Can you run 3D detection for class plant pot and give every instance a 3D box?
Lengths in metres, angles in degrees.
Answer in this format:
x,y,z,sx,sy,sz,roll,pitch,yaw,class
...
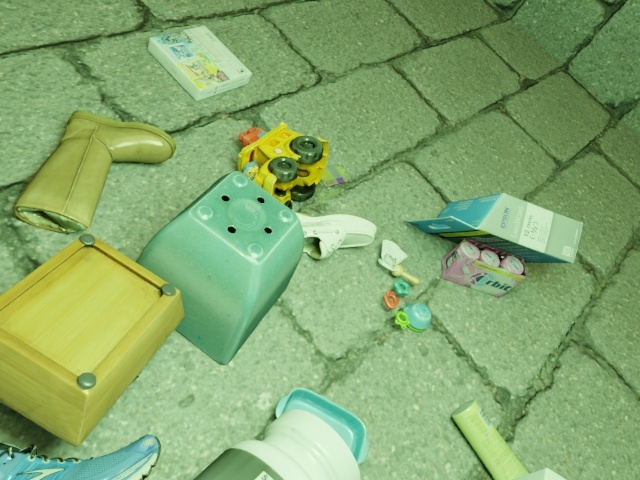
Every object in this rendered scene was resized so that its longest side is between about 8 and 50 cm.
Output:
x,y,z,sx,sy,sz,roll,pitch,yaw,class
-0.170,0.023,1.003,0.248,0.252,0.247,37,46,1,plant pot

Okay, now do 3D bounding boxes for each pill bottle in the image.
x,y,z,sx,sy,sz,roll,pitch,yaw,class
-0.115,0.419,0.761,0.210,0.210,0.363,47,47,10,pill bottle

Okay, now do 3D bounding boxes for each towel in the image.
x,y,z,sx,sy,sz,roll,pitch,yaw,class
0.031,-0.170,1.421,0.083,0.009,0.060,-20,66,-38,towel

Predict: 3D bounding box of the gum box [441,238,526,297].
x,y,z,sx,sy,sz,roll,pitch,yaw,class
0.406,0.070,1.376,0.188,0.107,0.062,18,50,-15,gum box

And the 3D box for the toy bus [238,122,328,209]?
x,y,z,sx,sy,sz,roll,pitch,yaw,class
-0.118,-0.178,1.269,0.211,0.149,0.220,32,48,15,toy bus

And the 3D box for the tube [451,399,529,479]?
x,y,z,sx,sy,sz,roll,pitch,yaw,class
0.361,0.444,1.109,0.070,0.062,0.240,-36,80,3,tube

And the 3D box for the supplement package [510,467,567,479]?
x,y,z,sx,sy,sz,roll,pitch,yaw,class
0.343,0.506,0.918,0.134,0.244,0.139,33,46,-3,supplement package

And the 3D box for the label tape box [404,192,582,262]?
x,y,z,sx,sy,sz,roll,pitch,yaw,class
0.424,-0.042,1.366,0.347,0.249,0.115,20,83,-15,label tape box

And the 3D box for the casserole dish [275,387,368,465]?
x,y,z,sx,sy,sz,roll,pitch,yaw,class
-0.002,0.349,0.993,0.188,0.037,0.114,30,48,-4,casserole dish

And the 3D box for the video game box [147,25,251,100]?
x,y,z,sx,sy,sz,roll,pitch,yaw,class
-0.316,-0.471,1.436,0.205,0.048,0.187,47,46,11,video game box

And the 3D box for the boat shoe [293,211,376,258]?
x,y,z,sx,sy,sz,roll,pitch,yaw,class
0.000,0.000,1.223,0.277,0.098,0.096,2,57,-18,boat shoe

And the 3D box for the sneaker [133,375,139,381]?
x,y,z,sx,sy,sz,roll,pitch,yaw,class
-0.383,0.179,0.909,0.170,0.051,0.089,49,43,13,sneaker

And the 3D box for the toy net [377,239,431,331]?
x,y,z,sx,sy,sz,roll,pitch,yaw,class
0.176,0.105,1.272,0.122,0.045,0.232,-5,57,-29,toy net

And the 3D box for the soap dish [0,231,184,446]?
x,y,z,sx,sy,sz,roll,pitch,yaw,class
-0.367,0.128,0.831,0.229,0.118,0.291,33,36,-2,soap dish

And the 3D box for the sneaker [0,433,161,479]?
x,y,z,sx,sy,sz,roll,pitch,yaw,class
-0.381,0.330,0.741,0.330,0.130,0.147,-13,65,-35,sneaker

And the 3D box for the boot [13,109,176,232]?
x,y,z,sx,sy,sz,roll,pitch,yaw,class
-0.436,-0.127,1.091,0.236,0.089,0.270,11,51,-8,boot
